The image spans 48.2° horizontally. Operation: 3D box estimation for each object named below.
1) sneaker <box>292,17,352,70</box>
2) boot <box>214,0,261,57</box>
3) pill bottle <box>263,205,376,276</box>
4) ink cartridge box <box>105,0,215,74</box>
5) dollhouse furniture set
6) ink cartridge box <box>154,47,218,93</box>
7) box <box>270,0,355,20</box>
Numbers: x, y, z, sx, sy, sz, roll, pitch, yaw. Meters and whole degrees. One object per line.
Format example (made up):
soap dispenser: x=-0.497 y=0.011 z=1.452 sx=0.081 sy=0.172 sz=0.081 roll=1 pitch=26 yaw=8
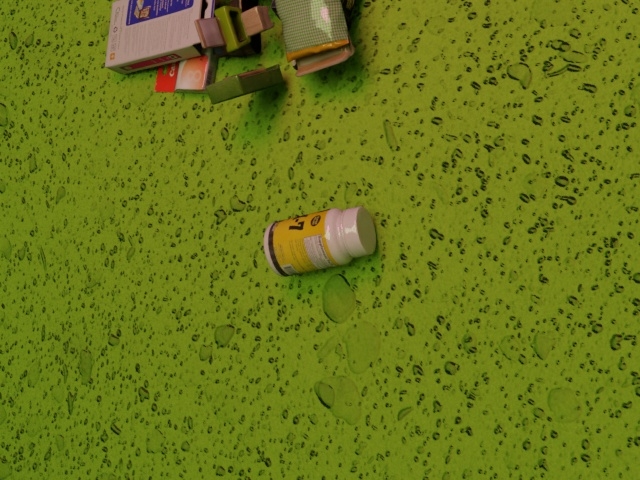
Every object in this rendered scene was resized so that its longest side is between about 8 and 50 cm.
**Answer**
sneaker: x=-0.007 y=-0.441 z=1.552 sx=0.161 sy=0.057 sz=0.075 roll=-45 pitch=55 yaw=16
boot: x=-0.204 y=-0.526 z=1.643 sx=0.106 sy=0.082 sz=0.219 roll=-8 pitch=82 yaw=24
pill bottle: x=0.000 y=0.000 z=1.457 sx=0.208 sy=0.119 sz=0.119 roll=-12 pitch=79 yaw=25
ink cartridge box: x=-0.368 y=-0.516 z=1.704 sx=0.370 sy=0.069 sz=0.176 roll=-2 pitch=80 yaw=38
dollhouse furniture set: x=-0.103 y=-0.419 z=1.454 sx=0.301 sy=0.151 sz=0.198 roll=-9 pitch=104 yaw=39
ink cartridge box: x=-0.330 y=-0.431 z=1.718 sx=0.179 sy=0.045 sz=0.146 roll=8 pitch=87 yaw=25
box: x=0.007 y=-0.577 z=1.529 sx=0.175 sy=0.051 sz=0.220 roll=9 pitch=75 yaw=28
